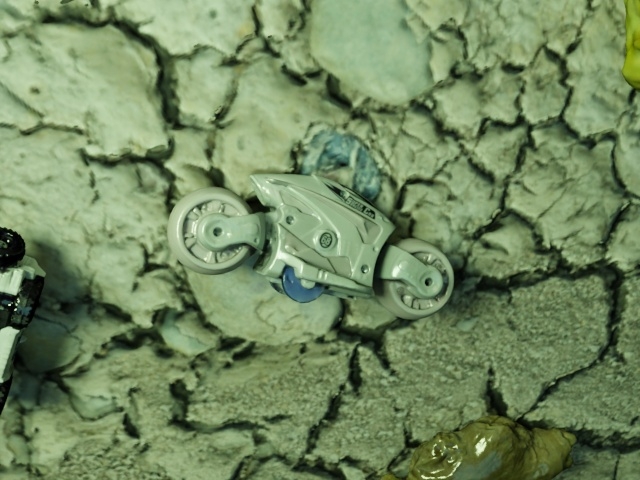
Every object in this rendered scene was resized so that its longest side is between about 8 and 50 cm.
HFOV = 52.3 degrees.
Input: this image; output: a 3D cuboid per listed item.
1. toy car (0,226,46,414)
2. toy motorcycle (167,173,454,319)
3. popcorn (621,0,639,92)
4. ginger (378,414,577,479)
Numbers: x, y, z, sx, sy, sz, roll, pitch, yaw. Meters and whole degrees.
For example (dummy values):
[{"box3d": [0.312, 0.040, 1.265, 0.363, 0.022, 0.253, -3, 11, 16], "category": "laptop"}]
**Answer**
[{"box3d": [-0.283, 0.067, 0.540, 0.080, 0.070, 0.171, 18, 113, -19], "category": "toy car"}, {"box3d": [0.000, 0.000, 0.558, 0.254, 0.112, 0.112, 13, 113, -16], "category": "toy motorcycle"}, {"box3d": [0.310, -0.189, 0.488, 0.197, 0.156, 0.198, -14, 138, -13], "category": "popcorn"}, {"box3d": [0.136, 0.296, 0.735, 0.333, 0.080, 0.166, -37, 106, 5], "category": "ginger"}]
